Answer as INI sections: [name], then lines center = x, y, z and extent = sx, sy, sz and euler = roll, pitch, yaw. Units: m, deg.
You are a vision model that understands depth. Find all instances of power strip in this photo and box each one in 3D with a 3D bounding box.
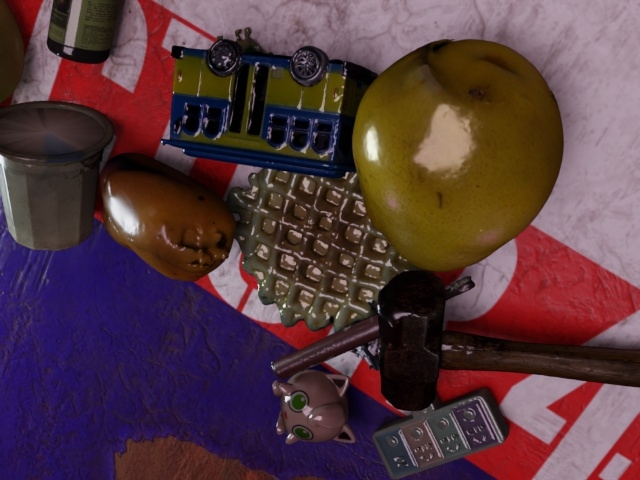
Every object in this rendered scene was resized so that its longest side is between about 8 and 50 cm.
[power strip]
center = 0.181, 0.286, 1.446
extent = 0.216, 0.061, 0.145
euler = -26, 89, 26

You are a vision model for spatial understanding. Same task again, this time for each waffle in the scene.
[waffle]
center = 0.000, 0.000, 1.418
extent = 0.292, 0.056, 0.309
euler = -27, 98, 26

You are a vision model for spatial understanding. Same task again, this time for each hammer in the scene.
[hammer]
center = 0.282, 0.171, 1.299
extent = 0.409, 0.095, 0.242
euler = 6, 137, 6

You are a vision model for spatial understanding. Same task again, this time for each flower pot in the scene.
[flower pot]
center = -0.453, -0.107, 1.505
extent = 0.212, 0.212, 0.202
euler = 20, 128, 15

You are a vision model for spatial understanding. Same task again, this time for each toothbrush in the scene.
[toothbrush]
center = 0.077, 0.138, 1.393
extent = 0.364, 0.041, 0.041
euler = -27, 96, 23

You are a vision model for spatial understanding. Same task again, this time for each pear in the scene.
[pear]
center = 0.172, -0.101, 1.196
extent = 0.285, 0.285, 0.336
euler = 16, 109, 16

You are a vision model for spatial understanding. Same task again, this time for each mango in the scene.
[mango]
center = -0.252, -0.037, 1.425
extent = 0.287, 0.201, 0.152
euler = 28, 85, 36

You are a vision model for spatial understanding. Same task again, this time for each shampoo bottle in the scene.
[shampoo bottle]
center = -0.357, -0.424, 1.398
extent = 0.101, 0.101, 0.283
euler = 23, 114, 13

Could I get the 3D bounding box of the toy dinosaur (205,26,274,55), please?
[toy dinosaur]
center = -0.133, -0.295, 1.395
extent = 0.120, 0.029, 0.060
euler = -7, 116, 24

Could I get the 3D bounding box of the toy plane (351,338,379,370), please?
[toy plane]
center = 0.073, 0.179, 1.463
extent = 0.078, 0.031, 0.083
euler = -25, 95, 42

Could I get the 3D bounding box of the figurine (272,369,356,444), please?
[figurine]
center = -0.010, 0.276, 1.476
extent = 0.138, 0.125, 0.125
euler = 1, 107, 23

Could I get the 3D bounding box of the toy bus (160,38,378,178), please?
[toy bus]
center = -0.076, -0.192, 1.302
extent = 0.288, 0.138, 0.175
euler = 10, 96, 21

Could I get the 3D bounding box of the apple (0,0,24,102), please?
[apple]
center = -0.656, -0.300, 1.484
extent = 0.295, 0.233, 0.258
euler = -41, 86, 28
